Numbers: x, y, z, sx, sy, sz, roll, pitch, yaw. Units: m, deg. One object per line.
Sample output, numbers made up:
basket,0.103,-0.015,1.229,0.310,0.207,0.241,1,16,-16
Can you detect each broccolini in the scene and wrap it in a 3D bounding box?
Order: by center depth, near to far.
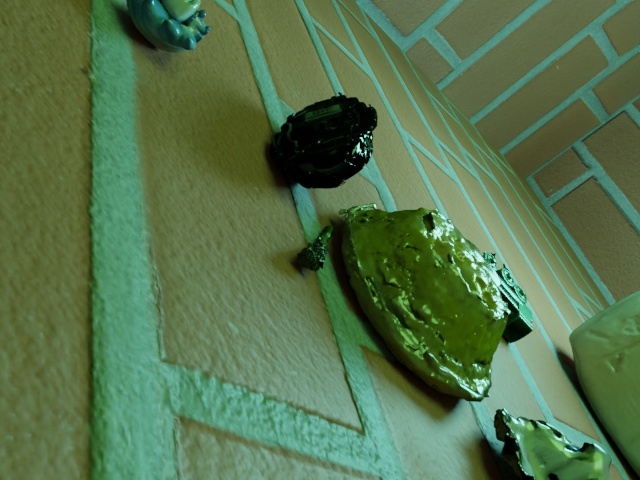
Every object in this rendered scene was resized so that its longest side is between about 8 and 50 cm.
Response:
broccolini,0.000,0.000,0.784,0.030,0.035,0.140,10,18,7

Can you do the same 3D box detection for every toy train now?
toy train,0.320,0.096,1.238,0.170,0.071,0.111,46,29,-13

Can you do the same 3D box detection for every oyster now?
oyster,0.305,0.311,0.845,0.259,0.092,0.198,24,33,-34

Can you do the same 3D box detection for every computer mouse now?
computer mouse,0.010,-0.126,0.897,0.242,0.146,0.078,-90,165,-59

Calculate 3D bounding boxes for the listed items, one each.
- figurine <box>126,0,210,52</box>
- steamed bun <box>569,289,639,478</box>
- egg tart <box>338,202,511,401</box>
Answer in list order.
figurine,-0.181,-0.268,0.785,0.114,0.079,0.114,39,31,-30
steamed bun,0.781,0.315,1.405,0.290,0.371,0.456,24,38,-52
egg tart,0.154,0.060,0.886,0.315,0.120,0.315,41,24,-23
